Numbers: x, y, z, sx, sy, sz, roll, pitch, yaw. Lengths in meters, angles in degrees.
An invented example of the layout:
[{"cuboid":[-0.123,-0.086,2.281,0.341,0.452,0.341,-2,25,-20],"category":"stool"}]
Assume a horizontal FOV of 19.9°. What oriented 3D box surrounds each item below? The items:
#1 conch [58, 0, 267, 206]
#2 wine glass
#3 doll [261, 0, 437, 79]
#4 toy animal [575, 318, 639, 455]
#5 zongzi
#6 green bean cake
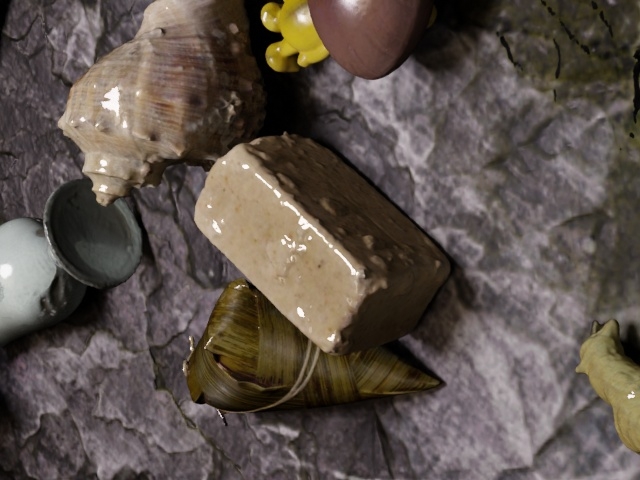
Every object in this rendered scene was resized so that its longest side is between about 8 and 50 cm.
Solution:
[{"cuboid":[-0.117,-0.135,1.452,0.178,0.163,0.245,18,81,51],"category":"conch"},{"cuboid":[-0.265,0.034,1.635,0.231,0.103,0.103,-31,77,43],"category":"wine glass"},{"cuboid":[0.023,-0.194,1.362,0.188,0.096,0.145,11,94,58],"category":"doll"},{"cuboid":[0.247,0.135,1.224,0.218,0.103,0.101,55,151,15],"category":"toy animal"},{"cuboid":[-0.014,0.110,1.465,0.187,0.184,0.084,127,160,-68],"category":"zongzi"},{"cuboid":[0.000,0.000,1.393,0.179,0.109,0.085,45,123,27],"category":"green bean cake"}]
